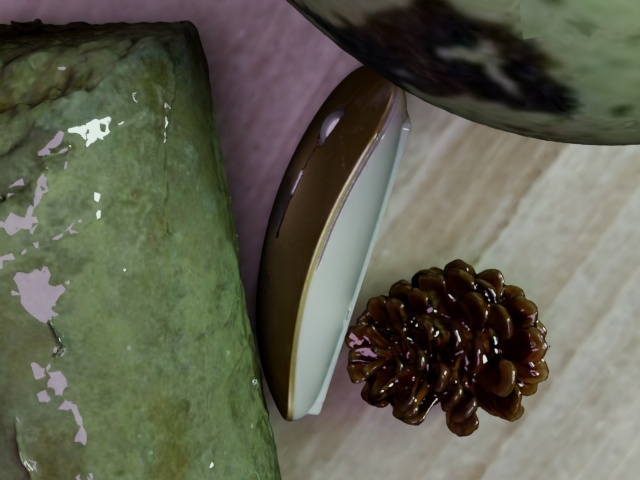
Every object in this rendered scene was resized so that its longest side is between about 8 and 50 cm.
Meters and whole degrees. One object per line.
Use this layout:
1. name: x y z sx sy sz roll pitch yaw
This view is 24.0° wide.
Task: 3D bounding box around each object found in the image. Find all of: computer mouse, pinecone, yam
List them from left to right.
1. yam: -0.129 0.032 0.788 0.195 0.195 0.300 -8 104 10
2. computer mouse: -0.002 0.000 0.814 0.045 0.102 0.199 12 108 -17
3. pinecone: 0.064 0.058 0.820 0.109 0.102 0.102 8 110 -31

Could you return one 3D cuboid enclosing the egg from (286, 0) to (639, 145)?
1. egg: 0.085 -0.207 0.646 0.287 0.287 0.379 -44 88 16
